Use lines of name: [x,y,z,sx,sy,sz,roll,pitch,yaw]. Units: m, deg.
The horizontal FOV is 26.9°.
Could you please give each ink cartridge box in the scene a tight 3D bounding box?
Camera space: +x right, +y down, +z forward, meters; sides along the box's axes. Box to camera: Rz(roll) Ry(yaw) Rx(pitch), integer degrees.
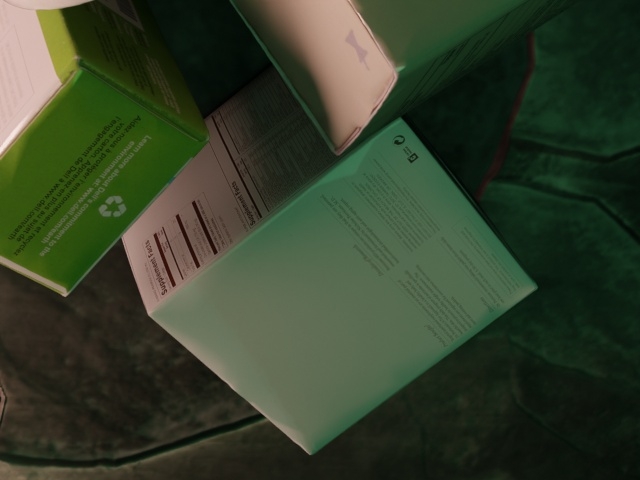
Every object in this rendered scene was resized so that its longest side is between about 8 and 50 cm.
ink cartridge box: [-0.203,-0.039,0.807,0.097,0.189,0.255,31,110,-36]

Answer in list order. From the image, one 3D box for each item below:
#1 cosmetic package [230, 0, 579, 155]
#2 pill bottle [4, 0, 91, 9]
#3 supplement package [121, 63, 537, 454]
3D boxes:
cosmetic package: [0.105,-0.192,0.772,0.296,0.153,0.129,-34,87,-18]
pill bottle: [-0.175,-0.300,0.621,0.204,0.204,0.361,-29,128,1]
supplement package: [0.000,0.000,0.935,0.203,0.149,0.194,-37,128,7]
